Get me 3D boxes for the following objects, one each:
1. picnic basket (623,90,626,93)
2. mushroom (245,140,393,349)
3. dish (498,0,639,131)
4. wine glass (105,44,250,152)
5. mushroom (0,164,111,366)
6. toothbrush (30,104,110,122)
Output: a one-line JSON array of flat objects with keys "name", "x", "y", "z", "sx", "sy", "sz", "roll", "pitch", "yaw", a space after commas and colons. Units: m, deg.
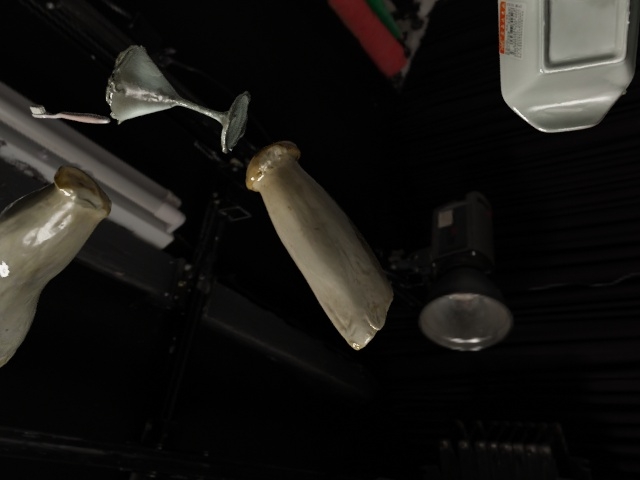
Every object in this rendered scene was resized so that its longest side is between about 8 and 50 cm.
[{"name": "picnic basket", "x": 0.412, "y": -0.244, "z": 0.801, "sx": 0.065, "sy": 0.083, "sz": 0.083, "roll": -38, "pitch": -75, "yaw": -32}, {"name": "mushroom", "x": 0.007, "y": 0.000, "z": 1.032, "sx": 0.154, "sy": 0.138, "sz": 0.407, "roll": -21, "pitch": -103, "yaw": -48}, {"name": "dish", "x": 0.283, "y": -0.232, "z": 0.609, "sx": 0.064, "sy": 0.154, "sz": 0.234, "roll": -80, "pitch": -19, "yaw": -61}, {"name": "wine glass", "x": -0.258, "y": -0.258, "z": 1.029, "sx": 0.156, "sy": 0.233, "sz": 0.156, "roll": 21, "pitch": -90, "yaw": -87}, {"name": "mushroom", "x": -0.357, "y": 0.049, "z": 0.620, "sx": 0.109, "sy": 0.351, "sz": 0.097, "roll": 11, "pitch": -138, "yaw": -51}, {"name": "toothbrush", "x": -0.618, "y": -0.309, "z": 1.342, "sx": 0.025, "sy": 0.308, "sz": 0.029, "roll": -45, "pitch": -43, "yaw": -42}]
